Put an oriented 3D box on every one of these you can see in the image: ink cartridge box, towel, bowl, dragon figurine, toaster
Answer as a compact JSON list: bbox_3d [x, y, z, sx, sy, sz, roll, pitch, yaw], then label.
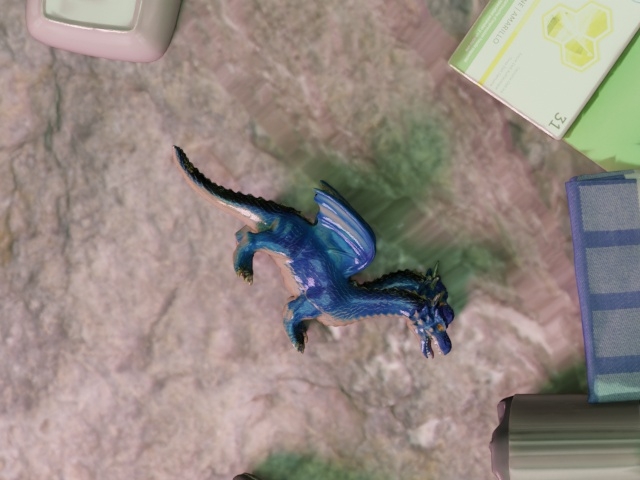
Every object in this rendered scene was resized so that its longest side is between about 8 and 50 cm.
[{"bbox_3d":[0.254,-0.156,1.702,0.235,0.056,0.171,36,98,6],"label":"ink cartridge box"},{"bbox_3d":[0.358,0.030,1.669,0.285,0.034,0.209,-5,76,1],"label":"towel"},{"bbox_3d":[-0.196,-0.236,1.757,0.142,0.053,0.142,11,95,6],"label":"bowl"},{"bbox_3d":[0.000,0.000,1.731,0.144,0.085,0.289,-36,94,7],"label":"dragon figurine"},{"bbox_3d":[0.220,0.200,1.648,0.146,0.227,0.129,-5,97,9],"label":"toaster"}]

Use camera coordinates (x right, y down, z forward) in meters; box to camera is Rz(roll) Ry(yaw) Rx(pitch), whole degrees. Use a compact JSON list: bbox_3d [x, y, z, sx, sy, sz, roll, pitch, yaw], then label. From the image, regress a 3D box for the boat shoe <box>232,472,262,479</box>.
[{"bbox_3d":[0.019,0.272,1.769,0.233,0.084,0.079,28,60,11],"label":"boat shoe"}]
